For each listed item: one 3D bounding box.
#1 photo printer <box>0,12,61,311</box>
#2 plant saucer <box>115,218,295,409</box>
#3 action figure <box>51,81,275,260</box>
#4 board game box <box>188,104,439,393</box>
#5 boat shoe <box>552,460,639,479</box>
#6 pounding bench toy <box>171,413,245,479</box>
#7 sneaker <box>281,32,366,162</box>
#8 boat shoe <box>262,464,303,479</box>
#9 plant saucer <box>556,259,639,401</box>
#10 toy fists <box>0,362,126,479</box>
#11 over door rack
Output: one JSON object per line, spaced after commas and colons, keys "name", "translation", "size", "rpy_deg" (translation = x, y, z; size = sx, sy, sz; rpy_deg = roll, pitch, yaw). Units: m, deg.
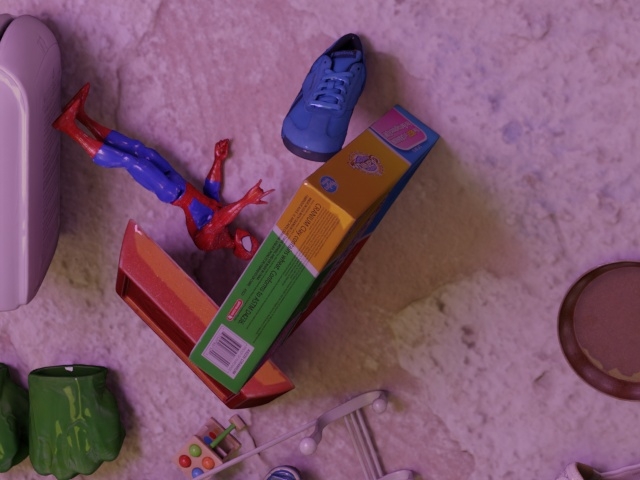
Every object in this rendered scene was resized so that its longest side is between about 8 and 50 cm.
{"name": "photo printer", "translation": [-0.364, -0.104, 1.733], "size": [0.107, 0.256, 0.308], "rpy_deg": [4, 111, -2]}
{"name": "plant saucer", "translation": [-0.150, 0.103, 1.736], "size": [0.258, 0.259, 0.048], "rpy_deg": [46, 76, 1]}
{"name": "action figure", "translation": [-0.158, -0.092, 1.734], "size": [0.280, 0.091, 0.139], "rpy_deg": [43, 112, -15]}
{"name": "board game box", "translation": [0.000, 0.000, 1.593], "size": [0.064, 0.316, 0.242], "rpy_deg": [36, 117, 5]}
{"name": "boat shoe", "translation": [0.299, 0.296, 1.711], "size": [0.277, 0.098, 0.096], "rpy_deg": [-16, 101, 15]}
{"name": "pounding bench toy", "translation": [-0.136, 0.258, 1.873], "size": [0.052, 0.065, 0.083], "rpy_deg": [43, 117, 2]}
{"name": "sneaker", "translation": [0.008, -0.157, 1.596], "size": [0.069, 0.209, 0.082], "rpy_deg": [18, 123, 2]}
{"name": "boat shoe", "translation": [-0.051, 0.355, 1.874], "size": [0.066, 0.066, 0.183], "rpy_deg": [17, 112, 15]}
{"name": "plant saucer", "translation": [0.348, 0.097, 1.657], "size": [0.168, 0.029, 0.168], "rpy_deg": [6, 109, 19]}
{"name": "toy fists", "translation": [-0.380, 0.234, 1.944], "size": [0.279, 0.096, 0.142], "rpy_deg": [0, 98, 22]}
{"name": "over door rack", "translation": [-0.029, 0.347, 1.765], "size": [0.324, 0.108, 0.239], "rpy_deg": [-21, 101, -11]}
